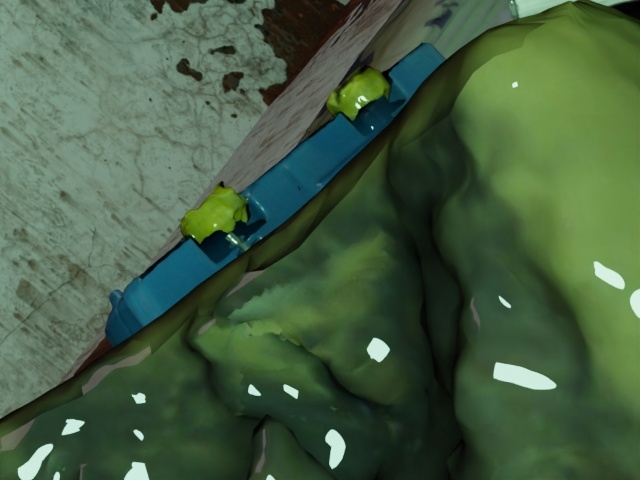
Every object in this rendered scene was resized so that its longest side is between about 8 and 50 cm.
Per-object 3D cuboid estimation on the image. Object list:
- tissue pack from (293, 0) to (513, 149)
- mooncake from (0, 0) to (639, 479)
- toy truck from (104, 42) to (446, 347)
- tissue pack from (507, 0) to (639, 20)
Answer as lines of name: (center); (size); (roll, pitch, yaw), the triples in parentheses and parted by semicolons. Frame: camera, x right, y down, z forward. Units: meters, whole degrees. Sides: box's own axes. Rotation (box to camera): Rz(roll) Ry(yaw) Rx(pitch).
tissue pack: (0.110, -0.166, 1.576); (0.343, 0.125, 0.242); (-54, 12, -20)
mooncake: (0.039, 0.084, 0.679); (0.393, 0.246, 0.394); (-39, 0, -19)
toy truck: (0.000, 0.000, 1.247); (0.385, 0.161, 0.162); (-42, -2, -36)
tissue pack: (0.256, -0.236, 0.744); (0.370, 0.198, 0.210); (-13, 17, 13)
